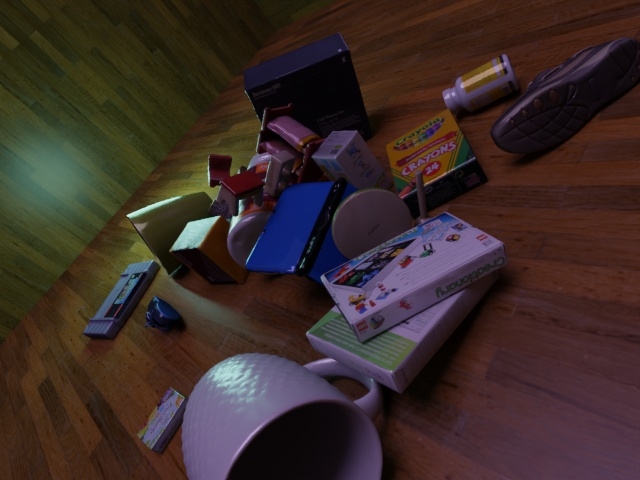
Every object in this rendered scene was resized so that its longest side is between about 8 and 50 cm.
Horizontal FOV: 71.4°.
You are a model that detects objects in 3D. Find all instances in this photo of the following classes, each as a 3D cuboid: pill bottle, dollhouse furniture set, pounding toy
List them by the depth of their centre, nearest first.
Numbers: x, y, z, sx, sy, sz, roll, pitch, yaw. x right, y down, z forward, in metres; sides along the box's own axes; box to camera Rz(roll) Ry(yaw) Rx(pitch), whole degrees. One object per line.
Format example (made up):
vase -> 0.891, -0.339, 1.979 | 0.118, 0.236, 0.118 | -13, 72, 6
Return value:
pounding toy -> 0.135, -0.059, 1.040 | 0.236, 0.183, 0.110 | -22, 25, 3
pill bottle -> 0.435, -0.417, 1.216 | 0.184, 0.103, 0.103 | -21, 39, 30
dollhouse furniture set -> -0.152, -0.237, 1.226 | 0.201, 0.152, 0.374 | 39, 42, 20
pill bottle -> -0.151, -0.106, 1.376 | 0.223, 0.224, 0.393 | -28, 36, 22

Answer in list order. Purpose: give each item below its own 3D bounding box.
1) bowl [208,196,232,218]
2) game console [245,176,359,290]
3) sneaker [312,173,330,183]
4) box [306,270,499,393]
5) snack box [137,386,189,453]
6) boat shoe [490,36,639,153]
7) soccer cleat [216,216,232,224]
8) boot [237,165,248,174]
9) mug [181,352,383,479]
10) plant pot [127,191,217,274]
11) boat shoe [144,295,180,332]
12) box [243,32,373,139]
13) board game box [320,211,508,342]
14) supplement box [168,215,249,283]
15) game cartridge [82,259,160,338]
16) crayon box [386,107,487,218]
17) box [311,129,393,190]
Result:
bowl -> -0.295, -0.128, 1.527 | 0.170, 0.080, 0.170 | -47, 0, 0
game console -> 0.000, 0.000, 1.119 | 0.173, 0.250, 0.293 | -29, 31, 52
sneaker -> 0.024, -0.225, 1.476 | 0.067, 0.064, 0.175 | 11, 63, 40
box -> 0.158, 0.125, 0.861 | 0.322, 0.059, 0.232 | -38, 28, -28
snack box -> -0.408, 0.470, 1.171 | 0.100, 0.037, 0.141 | 5, 56, 47
boat shoe -> 0.534, -0.317, 1.001 | 0.355, 0.132, 0.130 | -31, 24, 2
soccer cleat -> -0.327, -0.045, 1.593 | 0.331, 0.116, 0.143 | -3, 50, 45
boot -> -0.312, -0.168, 1.663 | 0.152, 0.197, 0.072 | -9, 5, 36
mug -> -0.059, 0.324, 0.796 | 0.373, 0.277, 0.328 | -23, 17, -26
plant pot -> -0.547, -0.059, 1.748 | 0.293, 0.275, 0.274 | -36, 30, -20
boat shoe -> -0.538, 0.262, 1.509 | 0.089, 0.109, 0.258 | -59, 19, -11
box -> -0.037, -0.457, 1.486 | 0.342, 0.313, 0.179 | -19, 42, 5
board game box -> 0.167, 0.057, 0.852 | 0.305, 0.053, 0.193 | -27, 25, -5
supplement box -> -0.343, 0.037, 1.448 | 0.194, 0.191, 0.129 | -7, 47, 43
game cartridge -> -0.829, 0.241, 1.859 | 0.230, 0.068, 0.355 | -14, 43, 44
crayon box -> 0.287, -0.222, 1.175 | 0.202, 0.081, 0.319 | -29, 35, 21
box -> 0.091, -0.194, 1.237 | 0.103, 0.203, 0.114 | -52, 34, -15
